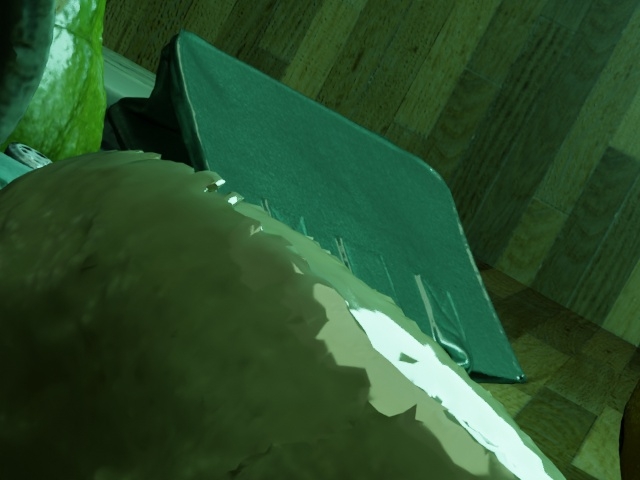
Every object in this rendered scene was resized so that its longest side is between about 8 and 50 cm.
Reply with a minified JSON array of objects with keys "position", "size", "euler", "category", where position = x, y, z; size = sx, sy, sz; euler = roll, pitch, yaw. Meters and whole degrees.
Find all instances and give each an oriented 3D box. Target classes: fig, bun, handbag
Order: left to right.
[{"position":[-0.213,-0.125,1.229],"size":[0.203,0.235,0.203],"euler":[33,6,-4],"category":"fig"},{"position":[-0.018,0.111,0.512],"size":[0.287,0.146,0.287],"euler":[42,-18,17],"category":"bun"},{"position":[-0.001,0.000,1.427],"size":[0.326,0.089,0.238],"euler":[27,32,-41],"category":"handbag"}]

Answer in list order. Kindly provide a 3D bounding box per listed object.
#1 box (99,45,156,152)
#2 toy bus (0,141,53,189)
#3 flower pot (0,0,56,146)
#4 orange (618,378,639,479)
[{"position":[-0.164,-0.094,1.746],"size":[0.396,0.111,0.396],"euler":[31,6,16],"category":"box"},{"position":[-0.133,0.011,1.133],"size":[0.109,0.091,0.261],"euler":[32,9,29],"category":"toy bus"},{"position":[-0.278,-0.147,0.904],"size":[0.283,0.299,0.299],"euler":[40,12,34],"category":"flower pot"},{"position":[0.317,0.161,1.440],"size":[0.206,0.206,0.206],"euler":[28,6,-3],"category":"orange"}]
